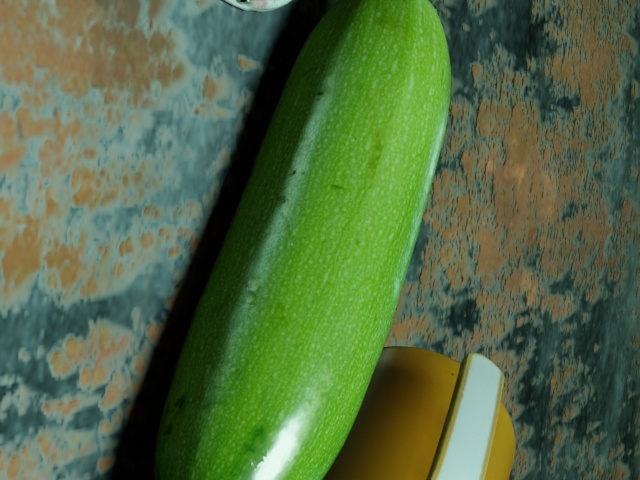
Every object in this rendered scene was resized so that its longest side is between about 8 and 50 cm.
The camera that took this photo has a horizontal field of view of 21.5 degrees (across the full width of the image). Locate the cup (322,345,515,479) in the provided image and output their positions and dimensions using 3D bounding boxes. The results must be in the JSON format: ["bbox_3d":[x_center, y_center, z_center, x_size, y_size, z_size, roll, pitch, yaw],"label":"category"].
[{"bbox_3d":[0.035,0.172,0.975,0.226,0.182,0.264,-55,-176,38],"label":"cup"}]

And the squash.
[{"bbox_3d":[0.000,0.000,0.950,0.107,0.107,0.395,60,42,-53],"label":"squash"}]

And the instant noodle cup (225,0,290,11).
[{"bbox_3d":[0.079,-0.229,0.889,0.244,0.255,0.244,-30,124,-58],"label":"instant noodle cup"}]
